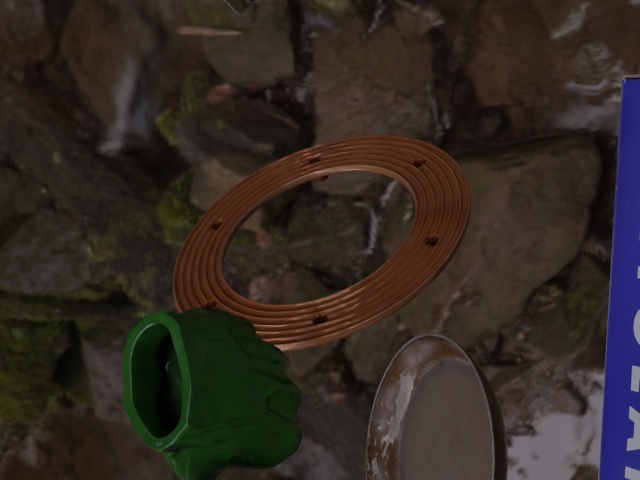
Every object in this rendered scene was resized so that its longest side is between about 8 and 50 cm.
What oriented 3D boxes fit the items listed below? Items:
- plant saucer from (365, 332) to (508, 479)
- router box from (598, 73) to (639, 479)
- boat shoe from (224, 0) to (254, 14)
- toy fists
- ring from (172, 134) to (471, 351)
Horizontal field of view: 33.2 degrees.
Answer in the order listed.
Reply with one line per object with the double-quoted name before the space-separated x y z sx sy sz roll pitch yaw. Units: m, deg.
"plant saucer" 0.146 0.271 1.332 0.310 0.050 0.311 -173 90 -67
"router box" 0.327 0.062 0.716 0.082 0.301 0.335 10 98 59
"boat shoe" -0.095 -0.227 0.775 0.109 0.302 0.094 39 104 19
"toy fists" -0.071 0.186 0.827 0.096 0.142 0.279 -29 62 33
"ring" 0.000 0.000 1.147 0.336 0.336 0.032 8 136 36
